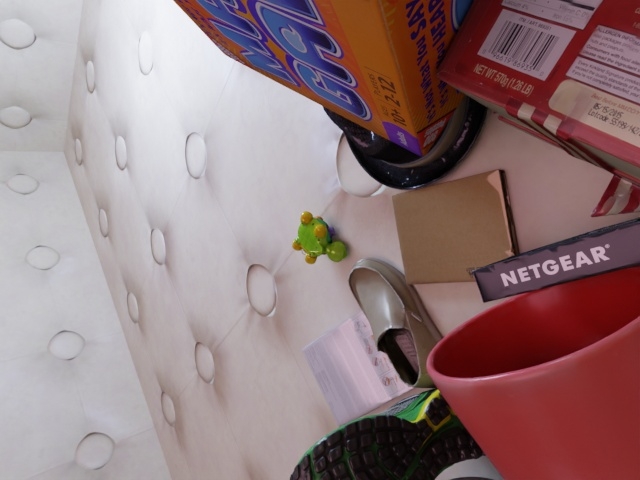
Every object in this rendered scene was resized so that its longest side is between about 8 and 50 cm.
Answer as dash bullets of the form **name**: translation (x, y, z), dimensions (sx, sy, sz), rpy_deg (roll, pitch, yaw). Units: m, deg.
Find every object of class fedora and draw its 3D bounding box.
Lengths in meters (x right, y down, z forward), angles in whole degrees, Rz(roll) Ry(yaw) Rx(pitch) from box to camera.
- **fedora**: translation (0.095, -0.244, 0.678), dimensions (0.334, 0.153, 0.333), rpy_deg (12, 106, 47)

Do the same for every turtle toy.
- **turtle toy**: translation (0.000, 0.000, 0.895), dimensions (0.130, 0.066, 0.095), rpy_deg (44, 129, 34)

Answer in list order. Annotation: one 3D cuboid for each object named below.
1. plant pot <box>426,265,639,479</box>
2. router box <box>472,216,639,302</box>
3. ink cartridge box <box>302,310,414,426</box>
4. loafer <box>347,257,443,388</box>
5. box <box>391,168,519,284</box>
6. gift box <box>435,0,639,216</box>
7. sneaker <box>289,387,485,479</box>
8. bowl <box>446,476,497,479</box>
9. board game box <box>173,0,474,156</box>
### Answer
- **plant pot**: translation (0.292, 0.194, 0.473), dimensions (0.275, 0.275, 0.243), rpy_deg (-31, 84, 47)
- **router box**: translation (0.292, 0.022, 0.505), dimensions (0.179, 0.133, 0.045), rpy_deg (-25, 78, 41)
- **ink cartridge box**: translation (0.086, 0.251, 0.874), dimensions (0.225, 0.056, 0.180), rpy_deg (-38, 67, 25)
- **loafer**: translation (0.130, 0.141, 0.754), dimensions (0.268, 0.092, 0.101), rpy_deg (53, 129, 25)
- **box**: translation (0.210, -0.013, 0.690), dimensions (0.201, 0.021, 0.164), rpy_deg (-10, 90, 49)
- **gift box**: translation (0.283, -0.169, 0.397), dimensions (0.255, 0.258, 0.276), rpy_deg (47, 121, 32)
- **sneaker**: translation (0.112, 0.314, 0.628), dimensions (0.134, 0.344, 0.146), rpy_deg (69, 154, 21)
- **bowl**: translation (0.249, 0.474, 0.619), dimensions (0.298, 0.134, 0.297), rpy_deg (-1, 87, 27)
- **board game box**: translation (0.031, -0.365, 0.420), dimensions (0.357, 0.356, 0.356), rpy_deg (33, 93, 20)
